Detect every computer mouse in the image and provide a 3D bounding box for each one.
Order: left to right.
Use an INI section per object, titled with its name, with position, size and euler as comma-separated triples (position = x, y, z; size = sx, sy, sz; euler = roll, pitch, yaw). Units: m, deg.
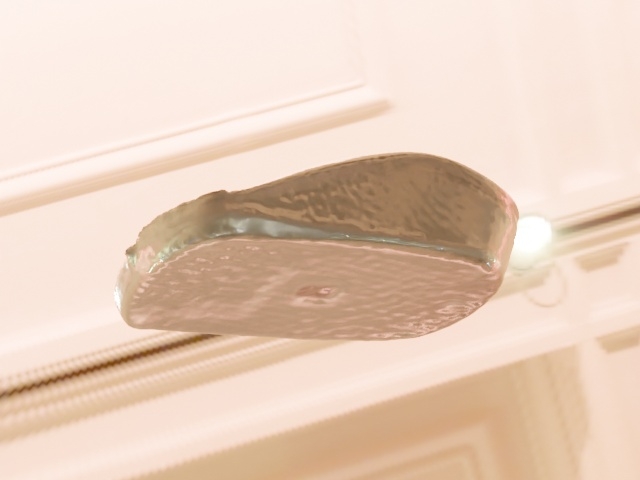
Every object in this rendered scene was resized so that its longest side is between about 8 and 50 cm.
[computer mouse]
position = 0.000, 0.000, 0.959
size = 0.231, 0.128, 0.079
euler = 4, -122, -33
